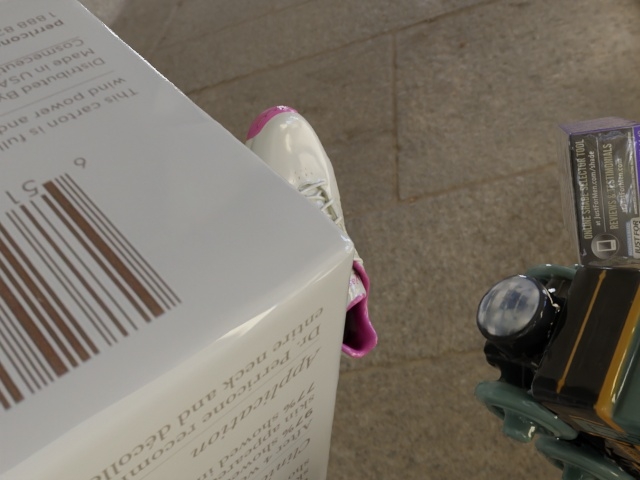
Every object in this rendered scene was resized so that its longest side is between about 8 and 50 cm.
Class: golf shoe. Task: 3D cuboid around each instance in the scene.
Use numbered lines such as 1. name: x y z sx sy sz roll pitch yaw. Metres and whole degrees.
1. golf shoe: 0.000 0.000 0.804 0.115 0.306 0.140 -28 32 -26

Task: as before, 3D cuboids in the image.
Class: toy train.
1. toy train: 0.255 0.131 0.516 0.190 0.334 0.142 5 61 56

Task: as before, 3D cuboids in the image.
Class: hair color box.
1. hair color box: 0.421 -0.085 1.082 0.110 0.185 0.339 -6 10 18

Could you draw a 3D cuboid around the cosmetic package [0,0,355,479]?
1. cosmetic package: -0.212 0.110 0.499 0.329 0.394 0.327 -33 58 -28
